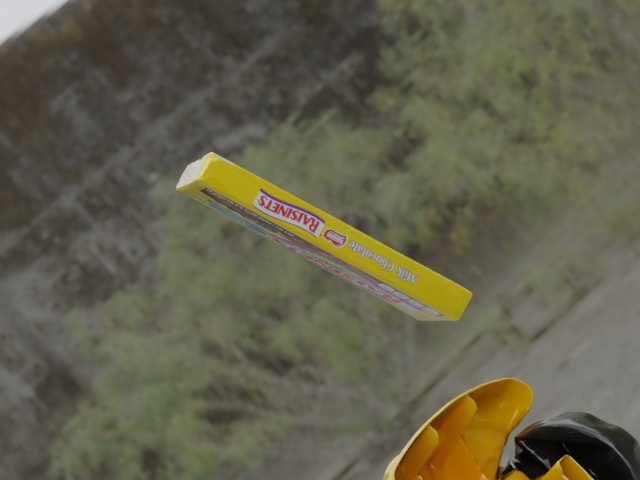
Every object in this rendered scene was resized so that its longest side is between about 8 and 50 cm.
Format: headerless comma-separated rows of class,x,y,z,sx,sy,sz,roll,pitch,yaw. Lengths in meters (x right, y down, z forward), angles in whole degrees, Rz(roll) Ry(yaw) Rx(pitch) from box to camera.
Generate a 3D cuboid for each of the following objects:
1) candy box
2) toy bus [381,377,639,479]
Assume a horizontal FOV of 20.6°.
candy box,0.000,0.000,1.230,0.027,0.206,0.105,-63,10,-6
toy bus,0.089,0.209,0.793,0.211,0.220,0.149,-55,-15,30
